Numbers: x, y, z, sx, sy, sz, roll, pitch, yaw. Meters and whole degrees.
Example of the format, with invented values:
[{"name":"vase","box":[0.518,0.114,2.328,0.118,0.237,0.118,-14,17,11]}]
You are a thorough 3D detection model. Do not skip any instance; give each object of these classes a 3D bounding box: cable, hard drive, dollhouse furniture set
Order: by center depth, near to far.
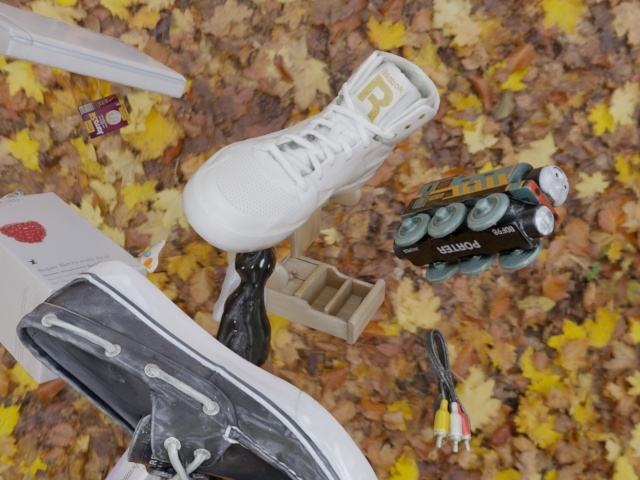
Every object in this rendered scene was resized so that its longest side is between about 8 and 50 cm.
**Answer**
[{"name":"hard drive","box":[-0.434,-0.336,1.322,0.353,0.233,0.047,4,115,-55]},{"name":"dollhouse furniture set","box":[0.000,0.000,1.703,0.256,0.394,0.362,17,40,22]},{"name":"cable","box":[0.306,0.349,1.783,0.139,0.072,0.287,18,64,-37]}]

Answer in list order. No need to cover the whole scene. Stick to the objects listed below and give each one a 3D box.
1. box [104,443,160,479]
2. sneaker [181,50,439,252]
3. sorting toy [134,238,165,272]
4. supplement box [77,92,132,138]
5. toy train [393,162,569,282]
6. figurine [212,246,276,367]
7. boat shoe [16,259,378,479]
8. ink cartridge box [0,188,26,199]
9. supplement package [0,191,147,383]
[{"name":"box","box":[-0.289,0.380,1.185,0.067,0.063,0.324,20,110,-52]},{"name":"sneaker","box":[0.005,-0.100,0.709,0.108,0.169,0.292,48,37,5]},{"name":"sorting toy","box":[-0.366,0.028,1.668,0.045,0.083,0.075,42,77,-15]},{"name":"supplement box","box":[-0.406,-0.236,1.443,0.083,0.043,0.055,-24,128,-11]},{"name":"toy train","box":[0.268,-0.041,1.319,0.142,0.334,0.190,46,58,-20]},{"name":"figurine","box":[-0.110,0.060,1.206,0.092,0.215,0.209,11,110,-10]},{"name":"boat shoe","box":[-0.094,0.131,0.557,0.301,0.108,0.102,38,44,13]},{"name":"ink cartridge box","box":[-0.636,-0.054,1.510,0.029,0.063,0.115,58,38,-22]},{"name":"supplement package","box":[-0.453,0.064,1.263,0.177,0.293,0.175,-15,128,-47]}]
